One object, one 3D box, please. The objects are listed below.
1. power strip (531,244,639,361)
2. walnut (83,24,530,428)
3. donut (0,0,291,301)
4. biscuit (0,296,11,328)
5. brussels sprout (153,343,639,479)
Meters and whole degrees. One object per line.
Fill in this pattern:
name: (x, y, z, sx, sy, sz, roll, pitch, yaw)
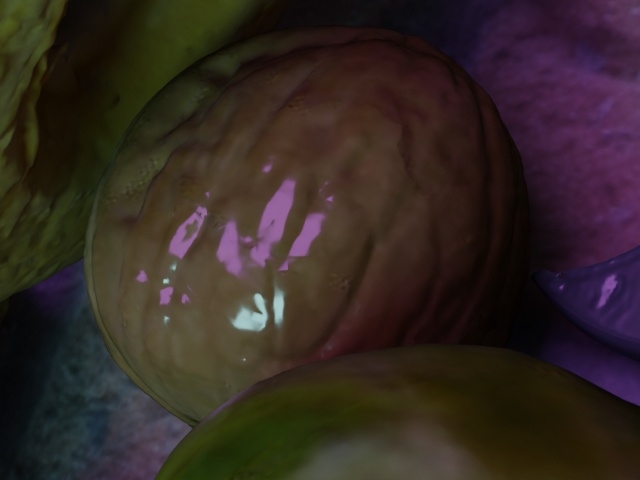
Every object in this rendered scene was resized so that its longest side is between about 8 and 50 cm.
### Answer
power strip: (0.219, -0.046, 0.854, 0.167, 0.054, 0.253, 32, 91, 37)
walnut: (0.000, 0.000, 0.889, 0.228, 0.228, 0.228, -15, 62, 30)
donut: (-0.143, -0.151, 0.871, 0.198, 0.449, 0.449, 37, 94, 17)
biscuit: (-0.319, 0.132, 1.082, 0.359, 0.074, 0.381, -56, 25, -18)
brussels sprout: (0.069, 0.191, 0.713, 0.268, 0.344, 0.344, -48, 50, -4)
